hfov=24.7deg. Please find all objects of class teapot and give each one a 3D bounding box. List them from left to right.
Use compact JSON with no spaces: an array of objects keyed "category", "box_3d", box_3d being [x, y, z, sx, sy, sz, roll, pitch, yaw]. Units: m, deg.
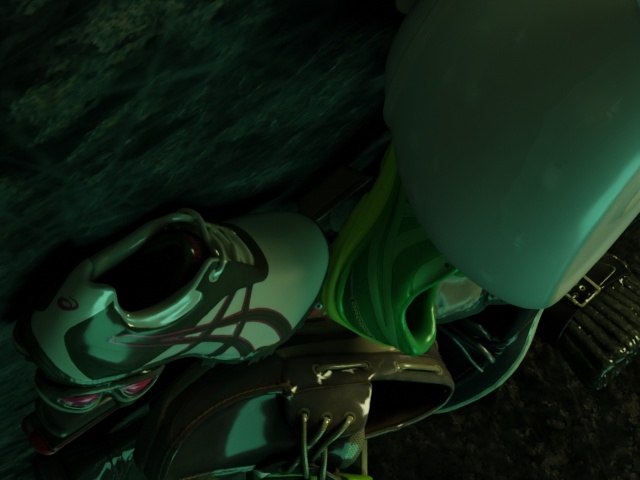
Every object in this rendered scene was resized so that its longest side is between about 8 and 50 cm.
[{"category":"teapot","box_3d":[0.123,-0.099,0.839,0.256,0.187,0.252,-56,167,24]}]

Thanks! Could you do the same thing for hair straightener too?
[{"category":"hair straightener","box_3d":[-0.147,0.104,1.255,0.230,0.047,0.089,-27,167,-35]}]

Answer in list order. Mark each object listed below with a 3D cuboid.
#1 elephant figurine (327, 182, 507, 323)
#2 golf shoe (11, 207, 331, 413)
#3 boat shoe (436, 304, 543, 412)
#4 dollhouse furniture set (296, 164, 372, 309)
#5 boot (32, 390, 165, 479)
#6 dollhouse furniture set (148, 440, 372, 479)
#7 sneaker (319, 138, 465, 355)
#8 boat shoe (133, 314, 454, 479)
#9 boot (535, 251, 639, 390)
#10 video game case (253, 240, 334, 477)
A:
[{"category":"elephant figurine","box_3d":[0.093,-0.017,1.266,0.169,0.186,0.239,7,171,21]},{"category":"golf shoe","box_3d":[-0.080,0.031,1.016,0.273,0.105,0.120,-26,159,-41]},{"category":"boat shoe","box_3d":[0.171,0.040,1.604,0.156,0.187,0.500,-20,158,-36]},{"category":"dollhouse furniture set","box_3d":[0.000,0.000,1.158,0.114,0.081,0.091,-38,169,15]},{"category":"boot","box_3d":[-0.168,0.222,1.543,0.229,0.091,0.263,-30,167,-4]},{"category":"dollhouse furniture set","box_3d":[-0.110,0.257,1.760,0.301,0.151,0.197,2,179,-24]},{"category":"sneaker","box_3d":[0.104,-0.038,1.102,0.109,0.123,0.295,-26,147,-52]},{"category":"boat shoe","box_3d":[-0.008,0.150,1.362,0.355,0.130,0.132,-21,141,-38]},{"category":"boot","box_3d":[0.270,0.103,1.914,0.348,0.260,0.131,-32,169,-15]},{"category":"video game case","box_3d":[0.005,0.107,1.487,0.204,0.025,0.285,-33,147,-24]}]
